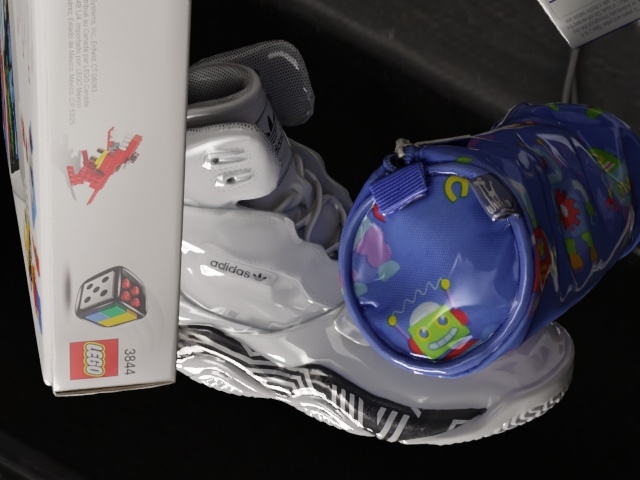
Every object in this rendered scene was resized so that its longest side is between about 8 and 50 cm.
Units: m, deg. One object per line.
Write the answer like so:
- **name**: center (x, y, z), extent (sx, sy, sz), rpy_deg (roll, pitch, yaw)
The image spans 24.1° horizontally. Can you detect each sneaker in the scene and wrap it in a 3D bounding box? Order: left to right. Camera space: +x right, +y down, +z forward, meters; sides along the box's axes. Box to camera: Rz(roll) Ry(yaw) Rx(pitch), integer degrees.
- **sneaker**: center (0.000, 0.000, 0.984), extent (0.365, 0.210, 0.137), rpy_deg (13, -144, 5)

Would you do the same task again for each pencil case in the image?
- **pencil case**: center (0.115, -0.015, 0.924), extent (0.119, 0.306, 0.133), rpy_deg (-18, -87, 28)

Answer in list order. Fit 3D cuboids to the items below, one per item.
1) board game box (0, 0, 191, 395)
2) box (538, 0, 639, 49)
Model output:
- **board game box**: center (-0.087, -0.123, 0.539), extent (0.053, 0.305, 0.193), rpy_deg (-4, -144, -14)
- **box**: center (0.189, -0.217, 0.985), extent (0.137, 0.126, 0.072), rpy_deg (52, -137, -18)
